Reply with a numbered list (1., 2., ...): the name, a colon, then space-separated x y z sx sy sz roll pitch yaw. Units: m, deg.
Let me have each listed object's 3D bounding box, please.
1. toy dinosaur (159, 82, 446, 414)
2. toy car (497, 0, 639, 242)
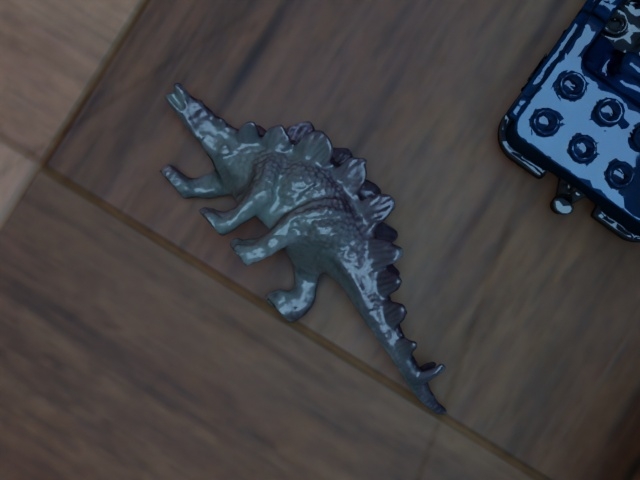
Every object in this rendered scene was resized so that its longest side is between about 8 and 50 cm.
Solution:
1. toy dinosaur: 0.000 0.000 0.679 0.082 0.039 0.209 -38 88 -2
2. toy car: 0.168 -0.091 0.648 0.097 0.100 0.191 36 88 2
